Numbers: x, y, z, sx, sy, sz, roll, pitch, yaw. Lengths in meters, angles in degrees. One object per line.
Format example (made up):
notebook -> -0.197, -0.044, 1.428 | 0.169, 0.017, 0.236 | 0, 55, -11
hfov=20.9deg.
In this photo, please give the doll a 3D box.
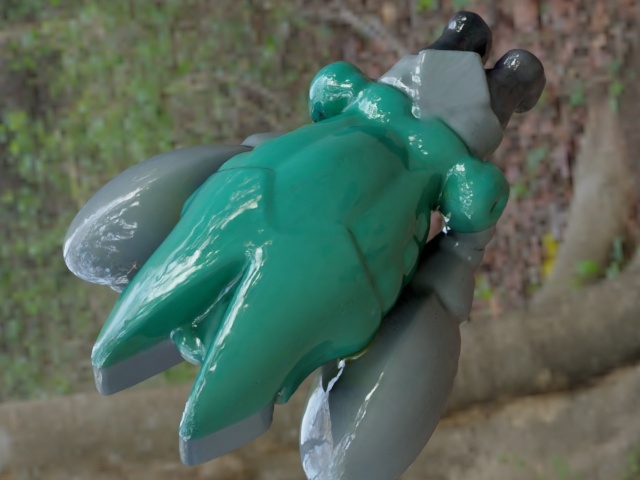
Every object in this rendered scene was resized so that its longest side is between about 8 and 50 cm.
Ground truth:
doll -> 0.010, 0.015, 0.831 | 0.153, 0.258, 0.195 | 89, 158, -58
